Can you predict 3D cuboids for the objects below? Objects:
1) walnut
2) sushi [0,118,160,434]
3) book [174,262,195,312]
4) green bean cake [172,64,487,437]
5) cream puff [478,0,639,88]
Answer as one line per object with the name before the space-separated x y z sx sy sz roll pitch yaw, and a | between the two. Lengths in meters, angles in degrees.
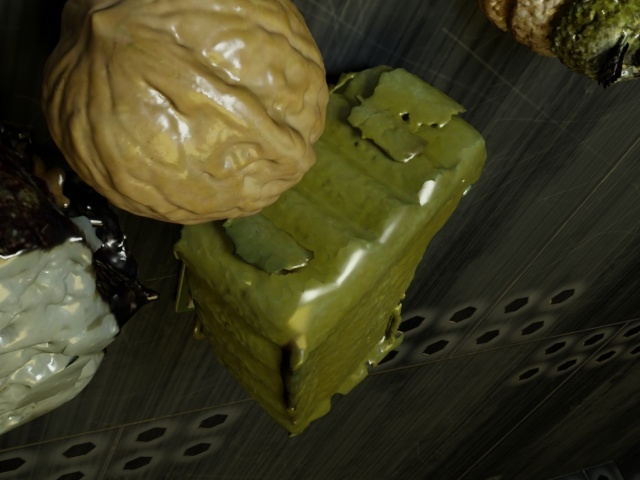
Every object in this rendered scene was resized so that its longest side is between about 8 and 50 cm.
walnut | -0.096 -0.109 0.695 0.213 0.213 0.213 -19 151 -11
sushi | -0.270 0.025 0.783 0.234 0.207 0.348 -27 159 -21
book | -0.019 -0.001 1.102 0.289 0.026 0.201 -11 148 -22
green bean cake | 0.000 0.000 0.925 0.285 0.202 0.310 -42 159 -24
cream puff | 0.237 -0.201 0.815 0.183 0.169 0.183 -19 153 -10
